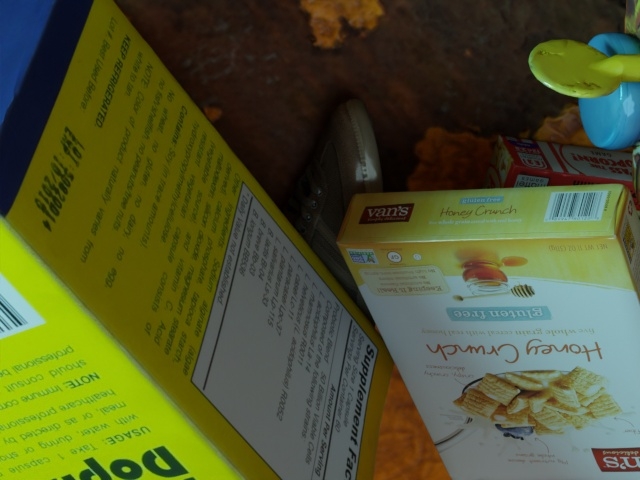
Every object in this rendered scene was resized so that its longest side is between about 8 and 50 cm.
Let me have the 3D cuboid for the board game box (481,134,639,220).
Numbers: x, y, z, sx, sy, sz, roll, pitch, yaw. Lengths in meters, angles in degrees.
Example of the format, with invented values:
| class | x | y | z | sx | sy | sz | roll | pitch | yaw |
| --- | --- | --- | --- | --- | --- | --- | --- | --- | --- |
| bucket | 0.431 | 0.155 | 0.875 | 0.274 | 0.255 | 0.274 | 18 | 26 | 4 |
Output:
| class | x | y | z | sx | sy | sz | roll | pitch | yaw |
| --- | --- | --- | --- | --- | --- | --- | --- | --- | --- |
| board game box | 0.164 | 0.030 | 1.181 | 0.147 | 0.045 | 0.193 | 6 | 121 | -15 |

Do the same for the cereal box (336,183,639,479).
| class | x | y | z | sx | sy | sz | roll | pitch | yaw |
| --- | --- | --- | --- | --- | --- | --- | --- | --- | --- |
| cereal box | 0.129 | 0.064 | 1.082 | 0.173 | 0.047 | 0.240 | -3 | 136 | 26 |

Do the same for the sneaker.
| class | x | y | z | sx | sy | sz | roll | pitch | yaw |
| --- | --- | --- | --- | --- | --- | --- | --- | --- | --- |
| sneaker | 0.000 | 0.000 | 1.115 | 0.071 | 0.066 | 0.188 | -4 | 123 | -8 |

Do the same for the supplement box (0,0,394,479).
| class | x | y | z | sx | sy | sz | roll | pitch | yaw |
| --- | --- | --- | --- | --- | --- | --- | --- | --- | --- |
| supplement box | -0.134 | 0.052 | 1.014 | 0.195 | 0.194 | 0.356 | -19 | 127 | 27 |

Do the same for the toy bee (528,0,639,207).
| class | x | y | z | sx | sy | sz | roll | pitch | yaw |
| --- | --- | --- | --- | --- | --- | --- | --- | --- | --- |
| toy bee | 0.231 | -0.070 | 1.027 | 0.195 | 0.162 | 0.298 | -22 | 112 | -7 |
